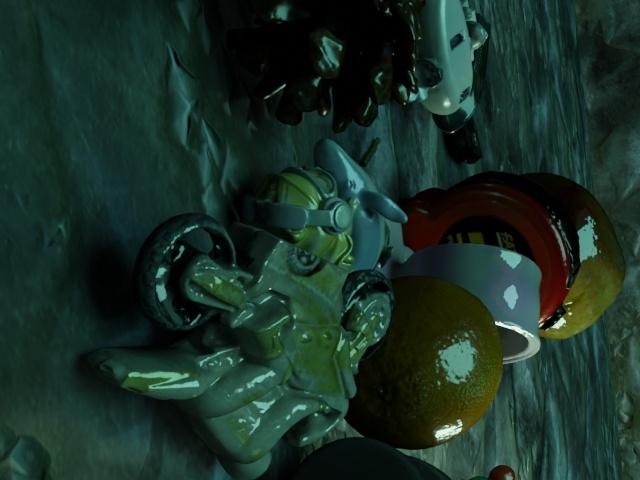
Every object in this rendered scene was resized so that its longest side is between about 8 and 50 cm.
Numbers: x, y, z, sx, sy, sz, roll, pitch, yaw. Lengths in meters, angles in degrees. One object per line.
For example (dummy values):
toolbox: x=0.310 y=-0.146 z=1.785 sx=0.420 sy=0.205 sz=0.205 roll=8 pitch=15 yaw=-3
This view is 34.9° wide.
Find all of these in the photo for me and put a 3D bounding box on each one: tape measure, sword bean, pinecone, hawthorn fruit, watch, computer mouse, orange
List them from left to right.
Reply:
pinecone: x=0.009 y=-0.215 z=1.023 sx=0.202 sy=0.201 sz=0.229 roll=-77 pitch=154 yaw=-45
sword bean: x=0.068 y=-0.118 z=1.373 sx=0.083 sy=0.012 sz=0.012 roll=-60 pitch=138 yaw=-54
orange: x=0.101 y=0.134 z=1.112 sx=0.206 sy=0.206 sz=0.206 roll=-5 pitch=90 yaw=-66
watch: x=0.166 y=0.065 z=1.301 sx=0.248 sy=0.217 sz=0.211 roll=48 pitch=42 yaw=-55
computer mouse: x=0.250 y=-0.171 z=1.757 sx=0.135 sy=0.047 sz=0.079 roll=15 pitch=64 yaw=-74
tape measure: x=0.243 y=0.029 z=1.458 sx=0.114 sy=0.260 sz=0.253 roll=-35 pitch=111 yaw=-60
hawthorn fruit: x=0.353 y=0.010 z=1.704 sx=0.301 sy=0.267 sz=0.268 roll=52 pitch=39 yaw=-36

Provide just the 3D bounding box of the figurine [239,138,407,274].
figurine: x=0.000 y=0.000 z=1.049 sx=0.184 sy=0.128 sz=0.208 roll=0 pitch=98 yaw=-44

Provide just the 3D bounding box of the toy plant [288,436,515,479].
toy plant: x=0.078 y=0.340 z=1.097 sx=0.400 sy=0.185 sz=0.279 roll=56 pitch=50 yaw=-60

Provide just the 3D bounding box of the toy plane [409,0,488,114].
toy plane: x=0.157 y=-0.299 z=1.495 sx=0.244 sy=0.117 sz=0.245 roll=-13 pitch=107 yaw=-52

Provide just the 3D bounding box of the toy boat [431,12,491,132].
toy boat: x=0.226 y=-0.268 z=1.661 sx=0.103 sy=0.093 sz=0.246 roll=50 pitch=40 yaw=-41

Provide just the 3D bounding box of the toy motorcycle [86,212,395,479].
toy motorcycle: x=-0.057 y=0.101 z=0.891 sx=0.340 sy=0.108 sz=0.223 roll=24 pitch=88 yaw=-52
